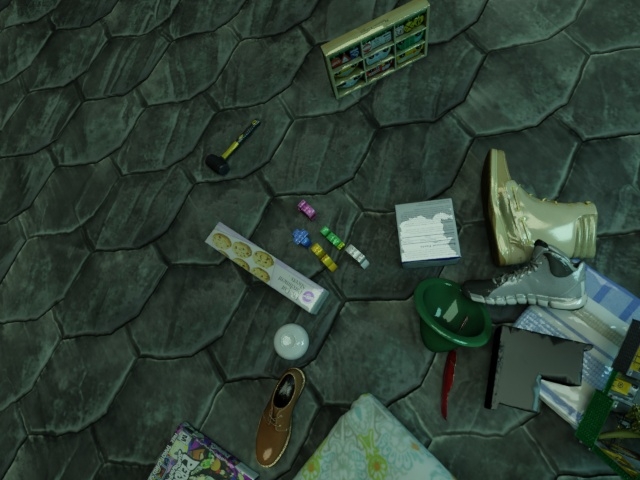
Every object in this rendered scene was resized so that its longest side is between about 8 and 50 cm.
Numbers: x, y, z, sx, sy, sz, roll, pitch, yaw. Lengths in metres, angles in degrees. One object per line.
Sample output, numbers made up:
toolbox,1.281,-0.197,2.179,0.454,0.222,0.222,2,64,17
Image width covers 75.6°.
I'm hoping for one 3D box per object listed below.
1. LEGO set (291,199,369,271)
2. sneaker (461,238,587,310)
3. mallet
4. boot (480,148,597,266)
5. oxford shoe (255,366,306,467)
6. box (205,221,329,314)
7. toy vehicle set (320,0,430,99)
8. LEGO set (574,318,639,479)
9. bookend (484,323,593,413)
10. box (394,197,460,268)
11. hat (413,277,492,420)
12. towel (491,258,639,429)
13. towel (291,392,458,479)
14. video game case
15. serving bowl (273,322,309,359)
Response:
LEGO set,0.000,0.000,0.959,0.227,0.093,0.087,42,86,20
sneaker,0.401,0.059,0.822,0.228,0.086,0.132,1,108,21
mallet,-0.225,-0.254,1.117,0.189,0.039,0.062,-43,69,-7
boot,0.461,-0.080,0.883,0.203,0.095,0.262,-5,74,11
oxford shoe,-0.095,0.375,0.878,0.076,0.076,0.212,15,79,14
box,-0.131,0.063,0.984,0.323,0.063,0.067,32,83,19
toy vehicle set,0.140,-0.473,1.032,0.266,0.166,0.035,-25,69,4
LEGO set,0.593,0.286,0.648,0.192,0.255,0.332,22,86,-1
bookend,0.403,0.254,0.770,0.157,0.072,0.156,10,73,16
box,0.237,-0.013,0.923,0.126,0.072,0.137,-6,72,10
hat,0.242,0.212,0.879,0.172,0.184,0.208,25,36,6
towel,0.510,0.197,0.824,0.209,0.034,0.285,40,83,22
towel,0.069,0.516,0.728,0.374,0.090,0.320,-50,44,-5
video game case,-0.276,0.552,0.880,0.210,0.042,0.232,27,81,17
serving bowl,-0.070,0.229,0.940,0.083,0.027,0.084,-4,72,12
